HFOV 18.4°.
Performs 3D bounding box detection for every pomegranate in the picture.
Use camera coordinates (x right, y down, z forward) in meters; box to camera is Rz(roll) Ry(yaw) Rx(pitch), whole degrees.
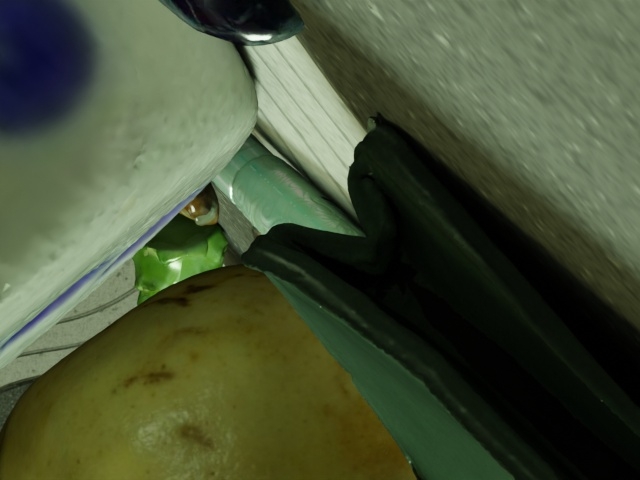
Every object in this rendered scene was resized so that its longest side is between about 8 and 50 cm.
[{"bbox_3d":[-0.064,0.174,1.251,0.332,0.332,0.332,48,174,7],"label":"pomegranate"}]

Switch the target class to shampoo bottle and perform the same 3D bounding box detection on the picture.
[{"bbox_3d":[0.000,0.000,1.053,0.190,0.041,0.069,44,177,41],"label":"shampoo bottle"}]

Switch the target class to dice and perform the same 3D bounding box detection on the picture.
[{"bbox_3d":[-0.233,-0.079,0.976,0.304,0.304,0.277,49,175,0],"label":"dice"}]

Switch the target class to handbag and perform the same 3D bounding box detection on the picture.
[{"bbox_3d":[0.101,0.098,0.785,0.260,0.079,0.247,43,172,41],"label":"handbag"}]

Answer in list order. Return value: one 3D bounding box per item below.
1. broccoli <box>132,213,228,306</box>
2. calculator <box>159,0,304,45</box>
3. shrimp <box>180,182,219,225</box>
[{"bbox_3d":[-0.112,0.130,1.837,0.297,0.297,0.297,-141,38,-58],"label":"broccoli"},{"bbox_3d":[-0.107,-0.183,0.728,0.268,0.040,0.177,50,173,33],"label":"calculator"},{"bbox_3d":[-0.185,-0.117,1.559,0.317,0.062,0.164,43,175,24],"label":"shrimp"}]
